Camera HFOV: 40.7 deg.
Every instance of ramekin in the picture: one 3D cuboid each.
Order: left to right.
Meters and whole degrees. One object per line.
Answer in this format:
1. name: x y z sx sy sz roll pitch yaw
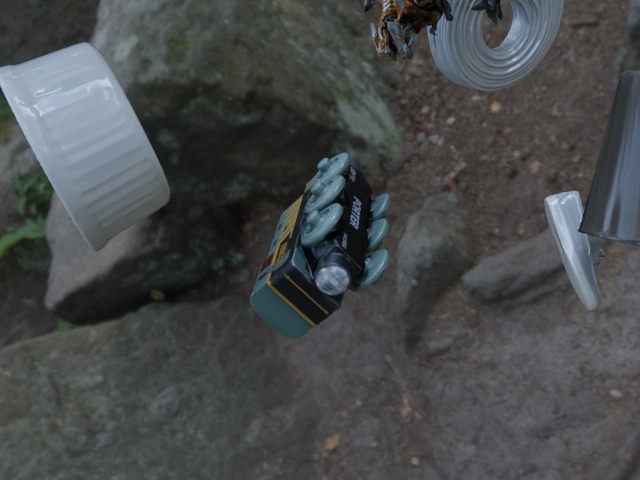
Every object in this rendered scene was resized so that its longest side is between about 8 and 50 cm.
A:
1. ramekin: -0.319 -0.136 1.194 0.135 0.277 0.277 -28 31 -11

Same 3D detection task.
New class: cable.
1. cable: 0.319 -0.396 1.563 0.089 0.257 0.257 45 151 54

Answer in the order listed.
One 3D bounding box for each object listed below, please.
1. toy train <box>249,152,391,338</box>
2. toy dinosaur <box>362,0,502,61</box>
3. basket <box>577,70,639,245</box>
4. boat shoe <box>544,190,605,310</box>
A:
1. toy train: 0.000 0.000 1.293 0.190 0.142 0.334 -39 19 23
2. toy dinosaur: 0.181 -0.449 1.413 0.218 0.164 0.322 11 98 28
3. basket: 0.455 -0.109 1.182 0.204 0.154 0.227 -126 44 -82
4. boat shoe: 0.398 0.012 1.311 0.063 0.066 0.184 -18 75 4
